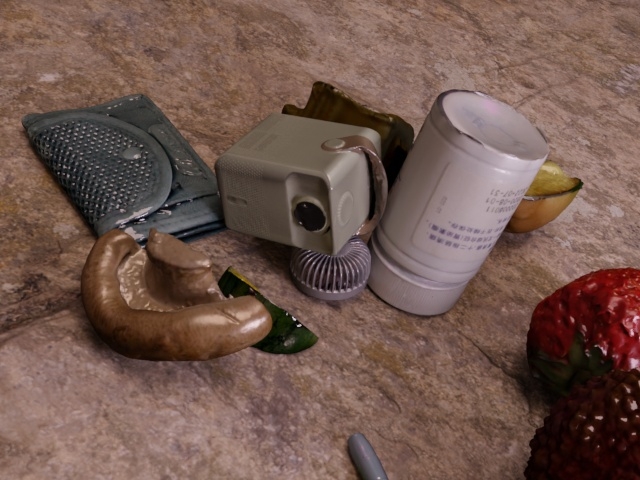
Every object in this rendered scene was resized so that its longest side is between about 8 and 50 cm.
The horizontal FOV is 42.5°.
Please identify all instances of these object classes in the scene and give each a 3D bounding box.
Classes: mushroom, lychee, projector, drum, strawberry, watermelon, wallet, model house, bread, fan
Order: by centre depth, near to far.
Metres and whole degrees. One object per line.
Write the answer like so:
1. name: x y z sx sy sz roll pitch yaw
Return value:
1. drum: 0.113 0.351 1.030 0.130 0.049 0.253 10 36 -17
2. lychee: 0.415 0.303 1.037 0.306 0.306 0.330 47 26 27
3. mushroom: -0.215 0.093 1.101 0.286 0.156 0.151 25 49 22
4. watermelon: -0.097 0.113 1.215 0.182 0.075 0.092 36 -3 14
5. strawberry: 0.465 0.148 1.274 0.257 0.257 0.277 37 50 17
6. projector: -0.019 -0.091 1.291 0.243 0.163 0.177 14 39 23
7. wallet: -0.313 -0.124 1.355 0.237 0.075 0.342 -18 54 -36
8. fan: 0.000 0.000 1.366 0.130 0.074 0.244 -6 41 -16
9. model house: 0.033 -0.178 1.460 0.239 0.268 0.173 32 50 18
10. bread: 0.370 -0.085 1.587 0.252 0.132 0.174 -11 43 -44

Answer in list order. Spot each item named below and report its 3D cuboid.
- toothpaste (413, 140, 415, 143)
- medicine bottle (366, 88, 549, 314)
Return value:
1. toothpaste: 0.309 -0.143 1.697 0.297 0.048 0.074 20 39 -10
2. medicine bottle: 0.204 -0.054 1.320 0.190 0.332 0.189 16 35 -12
